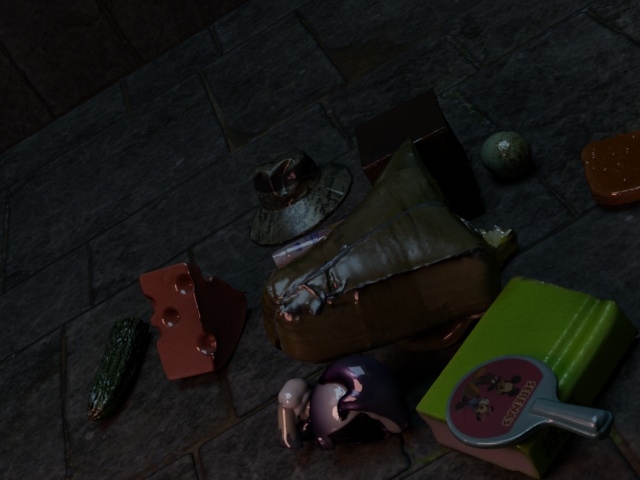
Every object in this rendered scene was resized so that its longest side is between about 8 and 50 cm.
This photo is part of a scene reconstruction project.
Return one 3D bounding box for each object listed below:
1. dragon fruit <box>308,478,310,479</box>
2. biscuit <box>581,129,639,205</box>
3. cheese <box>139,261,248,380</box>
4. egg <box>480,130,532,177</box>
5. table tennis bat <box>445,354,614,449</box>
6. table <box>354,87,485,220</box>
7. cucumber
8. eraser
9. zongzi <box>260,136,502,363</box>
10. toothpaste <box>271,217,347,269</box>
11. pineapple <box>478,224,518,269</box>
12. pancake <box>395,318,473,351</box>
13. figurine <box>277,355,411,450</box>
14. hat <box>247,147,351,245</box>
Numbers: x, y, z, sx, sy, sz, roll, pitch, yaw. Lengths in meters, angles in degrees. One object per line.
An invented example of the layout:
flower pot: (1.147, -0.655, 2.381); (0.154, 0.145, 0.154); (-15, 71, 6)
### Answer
dragon fruit: (-0.035, 0.423, 1.488); (0.188, 0.182, 0.182); (-25, 27, -15)
biscuit: (0.531, -0.128, 1.907); (0.186, 0.036, 0.192); (-21, 30, 16)
cheese: (-0.228, 0.162, 2.101); (0.128, 0.203, 0.177); (-15, 62, 26)
egg: (0.334, -0.156, 2.094); (0.085, 0.085, 0.110); (-47, 25, -24)
table tennis bat: (0.267, 0.215, 1.485); (0.244, 0.040, 0.153); (8, 51, 47)
table: (0.186, -0.132, 2.091); (0.172, 0.193, 0.169); (-26, 29, 12)
cucumber: (-0.389, 0.245, 2.211); (0.077, 0.077, 0.265); (-21, 33, 20)
eraser: (0.291, 0.183, 1.610); (0.210, 0.092, 0.274); (13, 53, 49)
zongzi: (0.053, 0.005, 1.815); (0.356, 0.174, 0.393); (-18, 45, -7)
toothpaste: (0.000, 0.000, 2.235); (0.194, 0.043, 0.067); (-27, 26, -1)
pineapple: (0.263, 0.024, 1.904); (0.137, 0.069, 0.116); (-25, 29, 10)
pancake: (0.179, 0.074, 1.873); (0.212, 0.029, 0.235); (-37, 47, 20)
figurine: (0.035, 0.238, 1.729); (0.222, 0.145, 0.145); (-11, 35, 40)
hat: (-0.068, -0.121, 2.398); (0.265, 0.128, 0.265); (-21, 29, 13)
